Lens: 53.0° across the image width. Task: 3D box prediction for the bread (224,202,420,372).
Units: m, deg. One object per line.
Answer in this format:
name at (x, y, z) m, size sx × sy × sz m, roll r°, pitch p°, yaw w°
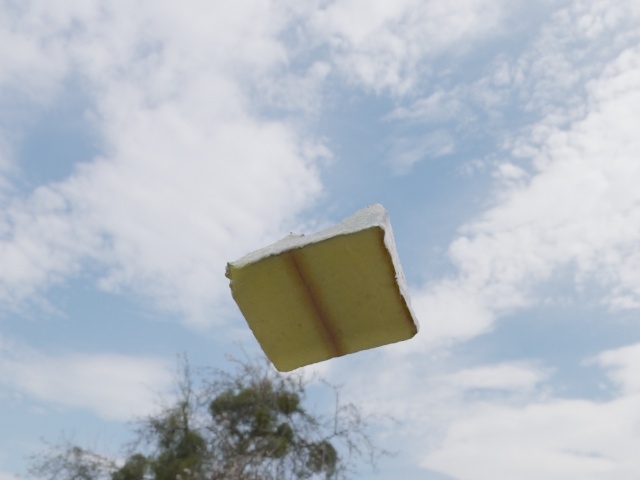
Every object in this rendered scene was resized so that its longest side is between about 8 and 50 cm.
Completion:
bread at (0.000, 0.000, 1.038) m, size 0.233 × 0.362 × 0.245 m, roll -17°, pitch -55°, yaw 9°
